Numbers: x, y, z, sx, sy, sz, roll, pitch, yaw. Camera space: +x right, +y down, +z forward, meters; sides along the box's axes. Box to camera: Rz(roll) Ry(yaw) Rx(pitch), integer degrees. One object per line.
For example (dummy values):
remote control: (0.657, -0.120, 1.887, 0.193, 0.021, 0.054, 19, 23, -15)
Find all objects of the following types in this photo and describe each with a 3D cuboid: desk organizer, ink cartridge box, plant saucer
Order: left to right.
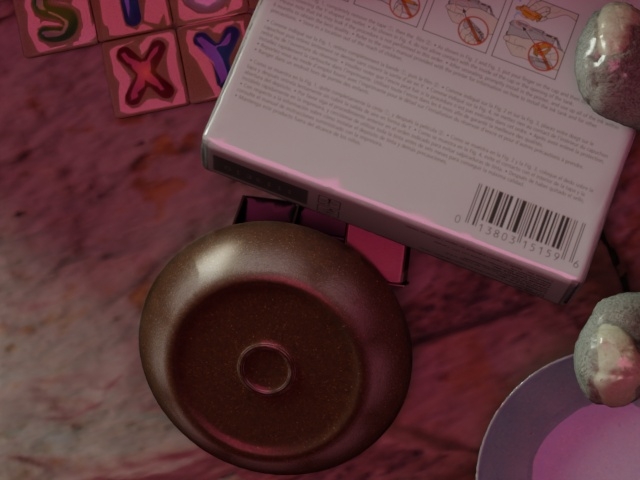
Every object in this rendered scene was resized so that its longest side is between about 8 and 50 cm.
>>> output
plant saucer: (-0.035, 0.084, 1.332, 0.198, 0.036, 0.199, 3, 111, 9)
desk organizer: (0.000, 0.000, 1.345, 0.130, 0.047, 0.050, 7, 92, 7)
ink cartridge box: (0.086, -0.115, 1.316, 0.275, 0.060, 0.239, 21, 72, 3)
plant saucer: (0.207, 0.170, 1.333, 0.195, 0.037, 0.195, 0, 94, 7)

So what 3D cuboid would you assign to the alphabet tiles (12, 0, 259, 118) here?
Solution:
alphabet tiles: (-0.099, -0.271, 1.358, 0.285, 0.011, 0.343, -10, 92, 9)

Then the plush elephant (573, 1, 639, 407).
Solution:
plush elephant: (0.323, -0.030, 1.144, 0.330, 0.255, 0.272, 10, 74, -2)
